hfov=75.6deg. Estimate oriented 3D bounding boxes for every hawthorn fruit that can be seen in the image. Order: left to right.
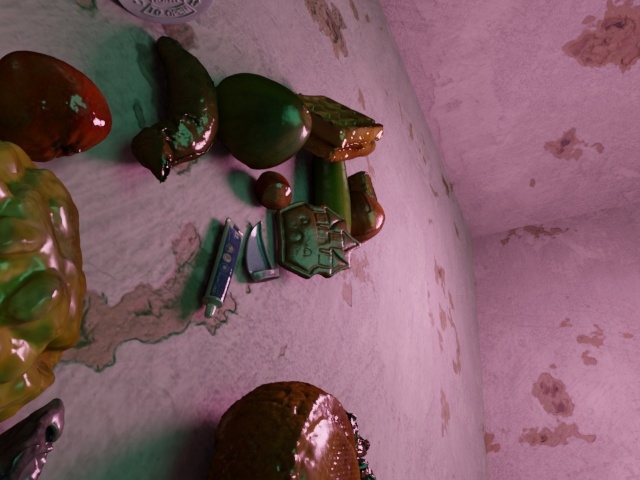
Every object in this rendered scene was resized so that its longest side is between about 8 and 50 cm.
[{"bbox_3d":[-0.307,-0.150,0.468,0.128,0.128,0.128,35,48,-51],"label":"hawthorn fruit"}]

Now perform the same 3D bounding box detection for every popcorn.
[{"bbox_3d":[-0.303,0.030,0.311,0.225,0.249,0.249,-12,88,-33],"label":"popcorn"}]

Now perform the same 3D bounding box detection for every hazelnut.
[{"bbox_3d":[-0.103,-0.105,0.872,0.086,0.086,0.086,35,48,-51],"label":"hazelnut"},{"bbox_3d":[0.103,-0.065,1.162,0.150,0.150,0.150,35,48,-51],"label":"hazelnut"}]

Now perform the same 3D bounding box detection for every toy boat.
[{"bbox_3d":[-0.126,0.022,0.821,0.096,0.034,0.122,-2,70,-61],"label":"toy boat"}]

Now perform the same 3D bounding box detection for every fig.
[{"bbox_3d":[-0.112,-0.227,0.791,0.181,0.191,0.181,2,90,-73],"label":"fig"}]

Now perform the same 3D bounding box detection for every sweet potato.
[{"bbox_3d":[-0.224,-0.203,0.670,0.124,0.098,0.310,31,47,-44],"label":"sweet potato"}]

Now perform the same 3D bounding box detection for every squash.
[{"bbox_3d":[0.029,-0.103,1.080,0.101,0.101,0.378,35,45,-51],"label":"squash"}]

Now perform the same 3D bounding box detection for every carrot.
[{"bbox_3d":[0.141,-0.131,1.318,0.082,0.082,0.173,-10,86,-62],"label":"carrot"}]

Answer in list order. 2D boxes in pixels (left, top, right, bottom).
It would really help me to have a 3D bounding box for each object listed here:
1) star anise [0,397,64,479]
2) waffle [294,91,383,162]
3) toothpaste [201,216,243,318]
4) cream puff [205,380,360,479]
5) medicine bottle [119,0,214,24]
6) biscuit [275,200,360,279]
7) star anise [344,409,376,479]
[{"bbox_3d":[-0.290,0.259,0.319,0.257,0.111,0.198,-47,119,-51],"label":"star anise"},{"bbox_3d":[0.012,-0.280,1.009,0.328,0.224,0.098,-35,150,-61],"label":"waffle"},{"bbox_3d":[-0.169,0.047,0.716,0.057,0.035,0.197,56,30,-43],"label":"toothpaste"},{"bbox_3d":[-0.058,0.358,0.595,0.303,0.212,0.303,53,27,-43],"label":"cream puff"},{"bbox_3d":[-0.273,-0.543,0.669,0.158,0.158,0.318,-2,79,-62],"label":"medicine bottle"},{"bbox_3d":[0.001,-0.001,0.941,0.215,0.034,0.182,5,71,-28],"label":"biscuit"},{"bbox_3d":[0.043,0.455,0.845,0.236,0.109,0.223,26,51,-53],"label":"star anise"}]
